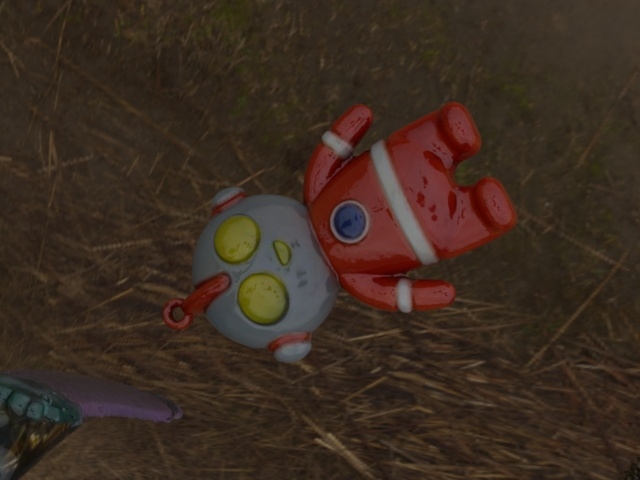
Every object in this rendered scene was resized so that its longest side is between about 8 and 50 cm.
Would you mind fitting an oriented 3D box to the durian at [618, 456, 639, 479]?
[{"bbox_3d":[0.376,0.284,1.015,0.196,0.167,0.196,13,74,-58],"label":"durian"}]

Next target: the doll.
[{"bbox_3d":[0.000,0.000,0.937,0.336,0.105,0.199,-25,81,14],"label":"doll"}]

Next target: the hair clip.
[{"bbox_3d":[-0.222,0.148,0.927,0.110,0.359,0.095,-18,87,7],"label":"hair clip"}]
